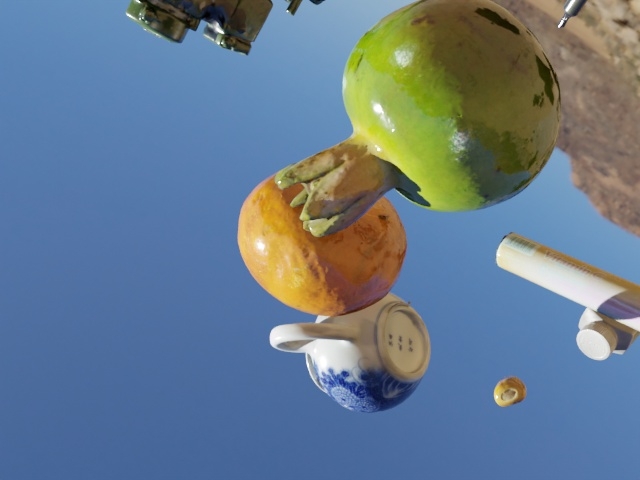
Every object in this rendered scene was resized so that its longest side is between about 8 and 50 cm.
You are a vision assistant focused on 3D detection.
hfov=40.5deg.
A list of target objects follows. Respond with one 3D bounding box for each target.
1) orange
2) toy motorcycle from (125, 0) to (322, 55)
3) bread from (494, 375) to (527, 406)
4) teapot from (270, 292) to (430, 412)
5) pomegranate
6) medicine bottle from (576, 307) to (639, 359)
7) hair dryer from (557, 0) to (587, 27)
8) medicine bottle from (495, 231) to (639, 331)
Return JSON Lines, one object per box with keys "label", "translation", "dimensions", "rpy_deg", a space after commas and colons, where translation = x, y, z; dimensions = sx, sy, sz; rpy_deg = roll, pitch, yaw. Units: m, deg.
{"label": "orange", "translation": [0.000, 0.000, 1.428], "dimensions": [0.283, 0.226, 0.284], "rpy_deg": [20, -162, -7]}
{"label": "toy motorcycle", "translation": [-0.116, -0.331, 1.136], "dimensions": [0.275, 0.205, 0.127], "rpy_deg": [22, -167, -40]}
{"label": "bread", "translation": [0.374, 0.292, 1.704], "dimensions": [0.049, 0.062, 0.103], "rpy_deg": [71, -162, 4]}
{"label": "teapot", "translation": [0.074, 0.231, 1.790], "dimensions": [0.423, 0.280, 0.253], "rpy_deg": [19, -117, -40]}
{"label": "pomegranate", "translation": [0.096, -0.114, 0.888], "dimensions": [0.236, 0.301, 0.236], "rpy_deg": [54, 171, 12]}
{"label": "medicine bottle", "translation": [0.708, 0.204, 2.112], "dimensions": [0.132, 0.088, 0.188], "rpy_deg": [35, -130, 24]}
{"label": "hair dryer", "translation": [0.532, -0.537, 1.729], "dimensions": [0.077, 0.248, 0.196], "rpy_deg": [9, -127, -17]}
{"label": "medicine bottle", "translation": [0.591, 0.094, 1.951], "dimensions": [0.108, 0.108, 0.426], "rpy_deg": [10, -166, -46]}
